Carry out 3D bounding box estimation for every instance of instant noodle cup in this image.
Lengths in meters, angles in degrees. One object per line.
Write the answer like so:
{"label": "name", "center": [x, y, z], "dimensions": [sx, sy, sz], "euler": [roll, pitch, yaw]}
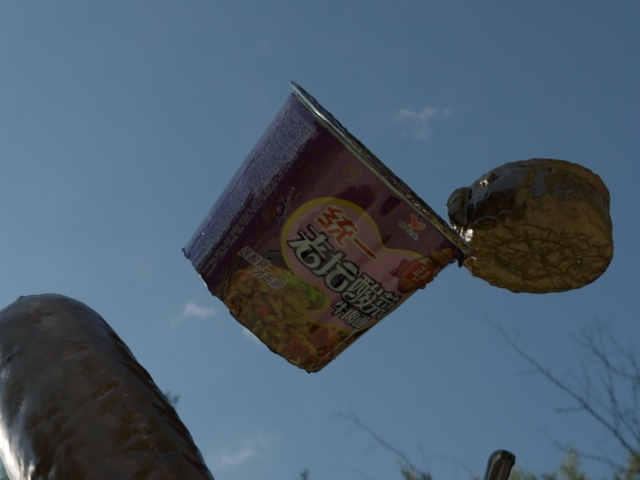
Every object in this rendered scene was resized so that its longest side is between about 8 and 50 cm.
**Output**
{"label": "instant noodle cup", "center": [0.000, 0.000, 1.399], "dimensions": [0.340, 0.340, 0.266], "euler": [39, -84, -29]}

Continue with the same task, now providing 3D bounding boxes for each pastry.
{"label": "pastry", "center": [0.298, -0.012, 1.517], "dimensions": [0.235, 0.132, 0.240], "euler": [-3, -37, 6]}

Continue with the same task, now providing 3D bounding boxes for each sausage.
{"label": "sausage", "center": [-0.115, 0.209, 0.682], "dimensions": [0.123, 0.501, 0.136], "euler": [17, -62, -45]}

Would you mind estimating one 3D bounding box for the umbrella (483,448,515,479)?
{"label": "umbrella", "center": [0.178, 0.358, 1.252], "dimensions": [0.071, 0.248, 0.071], "euler": [15, -23, 7]}
